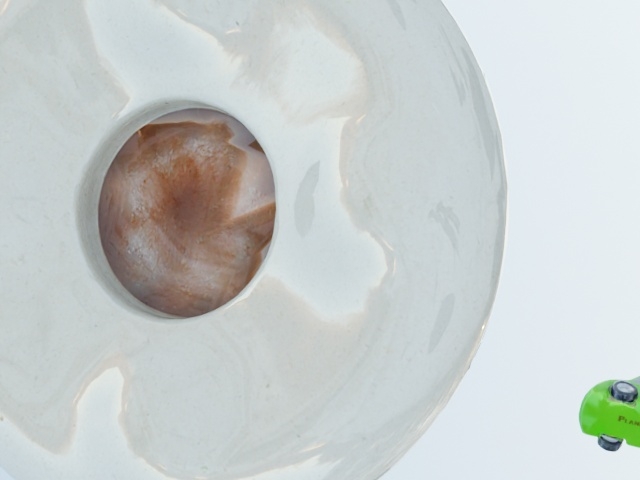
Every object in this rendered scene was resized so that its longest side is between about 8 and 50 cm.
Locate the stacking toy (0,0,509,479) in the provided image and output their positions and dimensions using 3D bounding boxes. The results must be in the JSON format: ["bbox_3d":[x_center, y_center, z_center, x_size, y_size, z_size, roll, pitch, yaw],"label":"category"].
[{"bbox_3d":[0.000,0.000,1.053,0.351,0.350,0.480,53,-166,17],"label":"stacking toy"}]

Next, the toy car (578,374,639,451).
[{"bbox_3d":[0.327,0.153,1.357,0.225,0.239,0.053,14,-149,11],"label":"toy car"}]
